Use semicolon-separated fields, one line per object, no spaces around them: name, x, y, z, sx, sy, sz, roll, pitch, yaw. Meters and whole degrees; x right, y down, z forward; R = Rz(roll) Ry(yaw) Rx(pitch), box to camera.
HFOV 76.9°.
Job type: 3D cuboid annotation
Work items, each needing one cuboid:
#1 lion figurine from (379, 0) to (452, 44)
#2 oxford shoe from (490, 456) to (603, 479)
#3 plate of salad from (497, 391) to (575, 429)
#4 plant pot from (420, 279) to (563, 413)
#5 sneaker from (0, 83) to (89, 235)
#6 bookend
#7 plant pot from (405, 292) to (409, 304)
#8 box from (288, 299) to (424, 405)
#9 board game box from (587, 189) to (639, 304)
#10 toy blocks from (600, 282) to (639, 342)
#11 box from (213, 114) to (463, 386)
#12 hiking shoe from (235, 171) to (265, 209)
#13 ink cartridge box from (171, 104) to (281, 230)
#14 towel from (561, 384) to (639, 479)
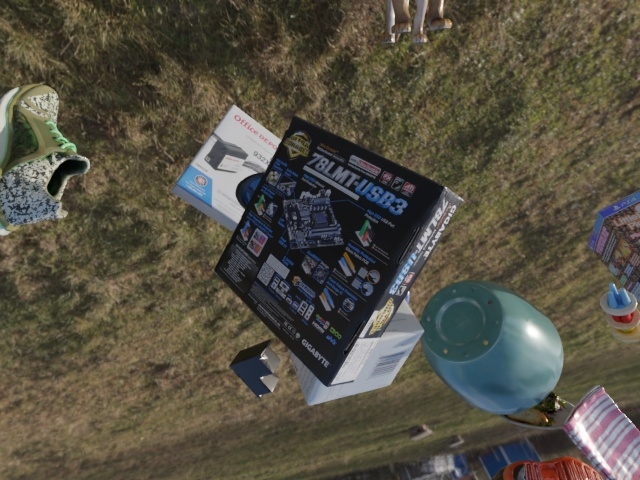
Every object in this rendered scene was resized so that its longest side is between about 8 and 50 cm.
lion figurine;0.164;-0.494;0.720;0.143;0.392;0.239;-7;109;-3
oxford shoe;0.498;0.531;0.882;0.272;0.096;0.098;14;140;-12
plate of salad;0.539;0.417;1.021;0.200;0.048;0.200;-6;-178;0
plant pot;0.368;0.223;0.933;0.293;0.292;0.235;-37;131;18
sneaker;-0.592;-0.179;0.877;0.182;0.409;0.158;-1;148;-13
bookend;-0.179;0.412;1.284;0.157;0.072;0.156;-29;105;35
plant pot;0.125;0.194;1.199;0.236;0.211;0.236;-3;164;-31
box;0.056;0.183;0.727;0.182;0.119;0.180;-4;133;-24
board game box;0.902;0.045;1.093;0.141;0.290;0.232;-29;145;11
toy blocks;0.541;0.143;0.685;0.054;0.123;0.148;-38;124;9
box;0.000;0.000;0.591;0.073;0.296;0.293;18;104;-52
hiking shoe;-0.014;-0.079;0.754;0.305;0.113;0.132;10;175;2
ink cartridge box;-0.269;-0.219;1.239;0.223;0.307;0.129;35;161;-18
towel;0.624;0.430;0.855;0.144;0.197;0.029;-32;164;-24
